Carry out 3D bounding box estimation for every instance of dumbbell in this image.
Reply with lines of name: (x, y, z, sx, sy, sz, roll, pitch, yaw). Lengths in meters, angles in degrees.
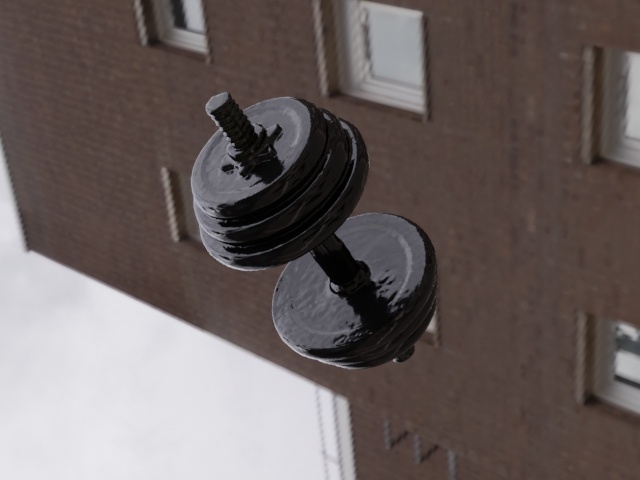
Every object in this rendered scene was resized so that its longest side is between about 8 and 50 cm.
dumbbell: (0.000, 0.000, 0.611, 0.099, 0.099, 0.208, -53, -48, -20)
